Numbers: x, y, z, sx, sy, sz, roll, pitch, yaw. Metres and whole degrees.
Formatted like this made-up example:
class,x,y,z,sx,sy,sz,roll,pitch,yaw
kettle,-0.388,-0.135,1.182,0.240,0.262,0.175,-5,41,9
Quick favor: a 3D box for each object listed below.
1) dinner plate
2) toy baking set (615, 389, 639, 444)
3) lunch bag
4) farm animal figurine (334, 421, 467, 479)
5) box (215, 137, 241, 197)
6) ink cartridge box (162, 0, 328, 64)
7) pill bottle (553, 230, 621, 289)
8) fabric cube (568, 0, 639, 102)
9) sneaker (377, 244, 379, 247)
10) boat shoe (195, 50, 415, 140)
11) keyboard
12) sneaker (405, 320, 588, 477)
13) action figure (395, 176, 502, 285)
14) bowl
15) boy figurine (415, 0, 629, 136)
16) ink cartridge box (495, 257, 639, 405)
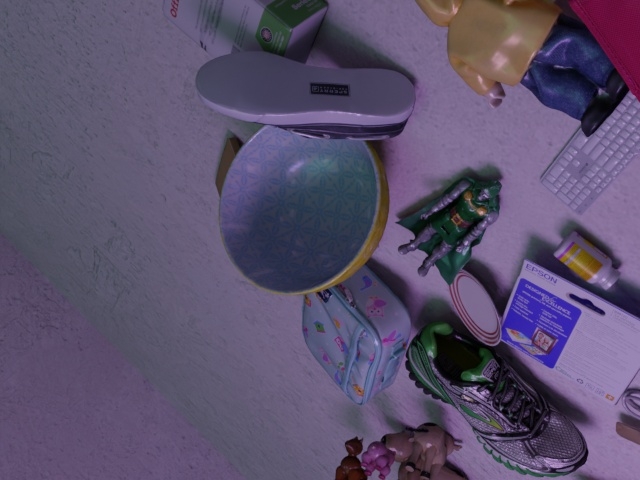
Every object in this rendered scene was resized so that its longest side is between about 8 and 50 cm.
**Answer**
class,x,y,z,sx,sy,sz,roll,pitch,yaw
dinner plate,0.252,0.105,1.155,0.141,0.017,0.141,57,163,29
toy baking set,0.549,0.265,1.025,0.197,0.030,0.256,40,147,15
lunch bag,0.062,0.172,1.342,0.224,0.108,0.279,50,153,30
farm animal figurine,0.209,0.494,1.546,0.327,0.172,0.330,41,141,-16
box,-0.154,-0.069,1.362,0.201,0.021,0.164,68,154,21
ink cartridge box,-0.117,-0.339,1.046,0.219,0.092,0.160,42,147,6
pill bottle,0.360,0.028,0.958,0.083,0.043,0.043,40,147,10
fabric cube,0.393,-0.183,0.498,0.259,0.254,0.258,51,149,-9
sneaker,0.000,0.000,1.288,0.235,0.095,0.090,9,131,41
boat shoe,-0.022,-0.191,1.003,0.302,0.108,0.102,2,155,-4
keyboard,0.345,-0.122,0.839,0.072,0.014,0.256,39,147,11
sneaker,0.290,0.267,1.195,0.344,0.134,0.146,34,157,18
action figure,0.199,-0.026,1.069,0.137,0.063,0.232,47,144,7
bowl,-0.004,-0.050,1.148,0.290,0.289,0.156,25,-175,30
boy figurine,0.209,-0.229,0.794,0.285,0.092,0.177,38,144,18
ink cartridge box,0.376,0.127,1.046,0.206,0.045,0.208,31,147,23
